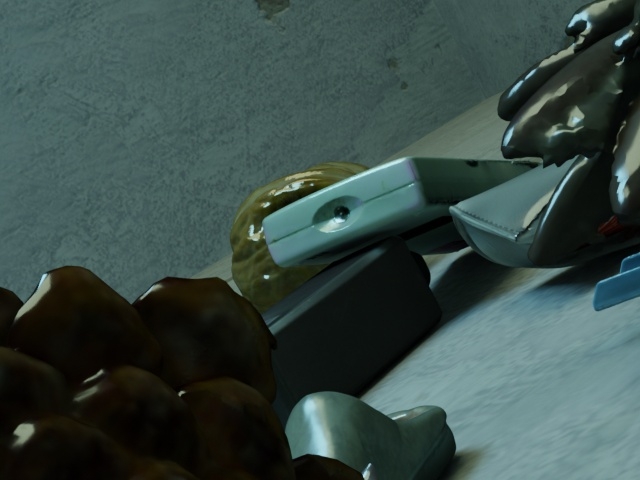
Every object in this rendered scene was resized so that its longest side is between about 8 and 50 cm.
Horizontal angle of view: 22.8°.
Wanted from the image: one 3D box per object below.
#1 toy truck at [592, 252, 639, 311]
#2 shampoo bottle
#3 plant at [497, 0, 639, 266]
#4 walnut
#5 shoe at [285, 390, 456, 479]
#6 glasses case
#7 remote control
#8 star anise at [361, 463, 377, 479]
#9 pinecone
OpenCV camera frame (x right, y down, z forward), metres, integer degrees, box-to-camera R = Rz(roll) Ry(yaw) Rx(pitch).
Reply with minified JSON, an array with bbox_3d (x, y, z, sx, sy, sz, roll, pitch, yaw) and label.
[{"bbox_3d":[0.179,0.026,0.634,0.136,0.074,0.063,-26,6,45],"label":"toy truck"},{"bbox_3d":[0.009,0.069,1.172,0.080,0.079,0.246,-24,7,38],"label":"shampoo bottle"},{"bbox_3d":[0.236,-0.101,0.841,0.320,0.181,0.194,-53,16,-21],"label":"plant"},{"bbox_3d":[0.000,0.000,1.564,0.184,0.155,0.155,-25,6,20],"label":"walnut"},{"bbox_3d":[0.003,0.112,0.756,0.079,0.078,0.195,-26,3,30],"label":"shoe"},{"bbox_3d":[0.248,-0.057,1.099,0.308,0.083,0.128,-29,10,-1],"label":"glasses case"},{"bbox_3d":[0.094,-0.026,1.338,0.145,0.050,0.344,-23,-9,26],"label":"remote control"},{"bbox_3d":[-0.074,0.145,0.621,0.236,0.093,0.229,-15,30,22],"label":"star anise"},{"bbox_3d":[-0.099,0.126,0.393,0.272,0.224,0.224,-30,2,45],"label":"pinecone"}]
